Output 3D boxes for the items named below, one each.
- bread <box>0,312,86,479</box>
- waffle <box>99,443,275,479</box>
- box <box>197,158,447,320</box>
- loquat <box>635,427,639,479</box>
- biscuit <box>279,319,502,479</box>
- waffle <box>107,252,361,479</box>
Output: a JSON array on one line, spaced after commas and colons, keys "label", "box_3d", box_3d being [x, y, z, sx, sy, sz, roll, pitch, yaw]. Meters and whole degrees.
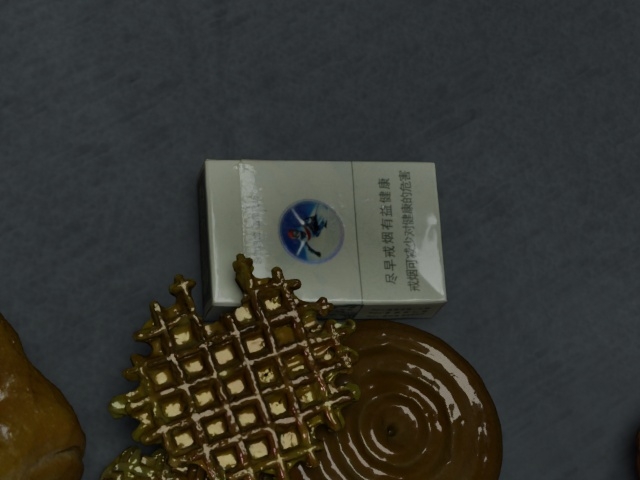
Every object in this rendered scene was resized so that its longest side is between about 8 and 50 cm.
[{"label": "bread", "box_3d": [-0.407, 0.175, 1.499, 0.337, 0.148, 0.328, 50, 44, 8]}, {"label": "waffle", "box_3d": [-0.135, 0.316, 1.619, 0.254, 0.052, 0.245, -35, 83, -19]}, {"label": "box", "box_3d": [0.000, 0.000, 1.742, 0.256, 0.069, 0.164, 0, 72, -12]}, {"label": "loquat", "box_3d": [0.398, 0.233, 1.726, 0.137, 0.113, 0.137, -1, 64, 1]}, {"label": "biscuit", "box_3d": [0.074, 0.202, 1.687, 0.262, 0.037, 0.262, 8, 64, -17]}, {"label": "waffle", "box_3d": [-0.079, 0.136, 1.623, 0.232, 0.051, 0.228, 28, 74, 0]}]
